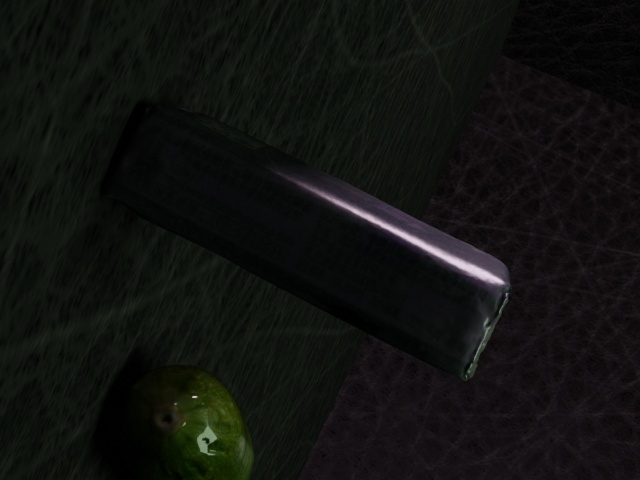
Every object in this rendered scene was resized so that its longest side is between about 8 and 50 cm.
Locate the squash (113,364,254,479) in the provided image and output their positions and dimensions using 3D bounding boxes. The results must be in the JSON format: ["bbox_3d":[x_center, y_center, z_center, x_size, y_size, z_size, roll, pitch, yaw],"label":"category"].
[{"bbox_3d":[-0.070,0.112,0.964,0.239,0.069,0.069,92,22,-75],"label":"squash"}]

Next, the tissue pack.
[{"bbox_3d":[0.000,0.000,0.716,0.051,0.156,0.112,-63,175,3],"label":"tissue pack"}]
